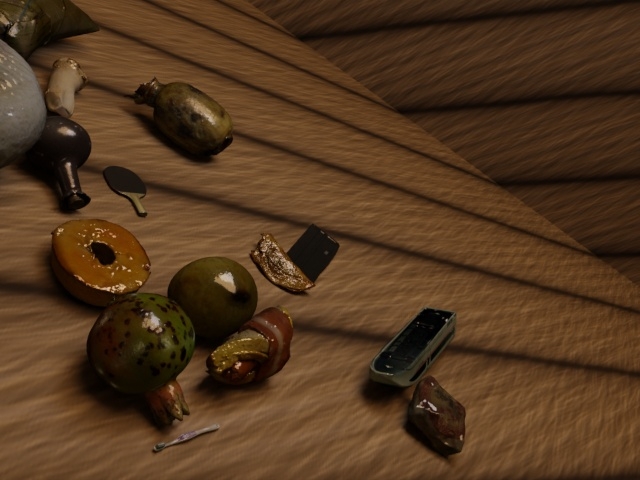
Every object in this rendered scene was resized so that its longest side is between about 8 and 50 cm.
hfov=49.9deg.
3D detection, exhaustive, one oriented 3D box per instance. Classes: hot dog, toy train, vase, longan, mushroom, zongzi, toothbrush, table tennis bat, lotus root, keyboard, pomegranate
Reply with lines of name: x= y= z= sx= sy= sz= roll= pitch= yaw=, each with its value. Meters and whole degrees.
hot dog: x=-0.101 y=0.187 z=1.185 sx=0.093 sy=0.123 sz=0.261 roll=33 pitch=29 yaw=13
toy train: x=0.200 y=0.247 z=1.494 sx=0.086 sy=0.088 sz=0.407 roll=9 pitch=16 yaw=25
vase: x=-0.479 y=-0.141 z=1.286 sx=0.120 sy=0.120 sz=0.183 roll=3 pitch=55 yaw=-49
longan: x=-0.193 y=0.098 z=1.213 sx=0.176 sy=0.145 sz=0.155 roll=6 pitch=-34 yaw=51
mushroom: x=-0.569 y=-0.332 z=1.531 sx=0.209 sy=0.071 sz=0.084 roll=-102 pitch=165 yaw=-49
zongzi: x=-0.649 y=-0.491 z=1.609 sx=0.360 sy=0.160 sz=0.323 roll=18 pitch=37 yaw=-47
toothbrush: x=-0.196 y=0.291 z=1.023 sx=0.131 sy=0.013 sz=0.011 roll=-2 pitch=50 yaw=-56
table tennis bat: x=-0.395 y=-0.105 z=1.428 sx=0.087 sy=0.013 sz=0.156 roll=7 pitch=38 yaw=-47
lotus root: x=-0.338 y=-0.315 z=1.690 sx=0.278 sy=0.154 sz=0.154 roll=32 pitch=26 yaw=-4
keyboard: x=-0.007 y=0.009 z=1.703 sx=0.103 sy=0.041 sz=0.381 roll=38 pitch=32 yaw=1
pomegranate: x=-0.253 y=0.172 z=1.007 sx=0.159 sy=0.159 sz=0.205 roll=-25 pitch=90 yaw=-61

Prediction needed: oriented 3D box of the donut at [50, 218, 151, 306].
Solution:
donut: x=-0.374 y=0.042 z=1.159 sx=0.162 sy=0.065 sz=0.178 roll=10 pitch=37 yaw=-35

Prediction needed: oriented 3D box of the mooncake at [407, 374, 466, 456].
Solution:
mooncake: x=0.236 y=0.348 z=1.376 sx=0.130 sy=0.073 sz=0.125 roll=43 pitch=26 yaw=-11

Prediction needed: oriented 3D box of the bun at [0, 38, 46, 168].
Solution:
bun: x=-0.636 y=-0.230 z=1.113 sx=0.362 sy=0.211 sz=0.362 roll=32 pitch=25 yaw=-16

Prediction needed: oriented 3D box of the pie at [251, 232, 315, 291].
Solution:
pie: x=-0.093 y=0.053 z=1.509 sx=0.092 sy=0.034 sz=0.170 roll=-26 pitch=68 yaw=-40
